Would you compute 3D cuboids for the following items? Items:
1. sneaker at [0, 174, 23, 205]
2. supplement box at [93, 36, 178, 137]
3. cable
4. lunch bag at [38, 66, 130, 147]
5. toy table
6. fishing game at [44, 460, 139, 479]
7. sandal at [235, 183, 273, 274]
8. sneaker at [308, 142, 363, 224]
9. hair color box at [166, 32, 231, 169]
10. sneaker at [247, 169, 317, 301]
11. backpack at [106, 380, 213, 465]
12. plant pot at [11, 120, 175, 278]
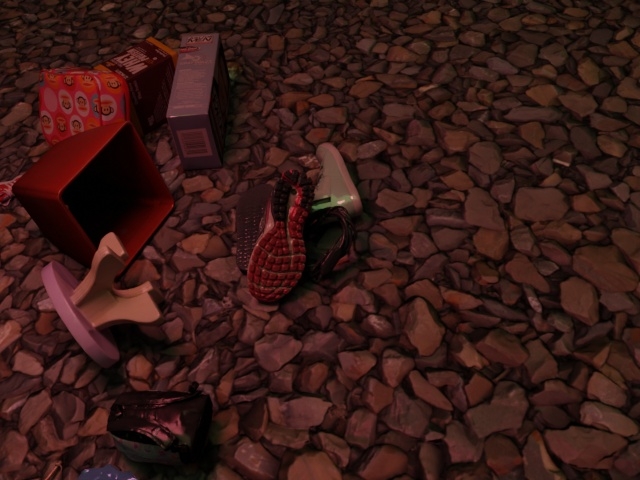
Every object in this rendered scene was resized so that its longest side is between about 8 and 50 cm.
[{"bbox_3d":[-0.809,-0.131,1.782,0.118,0.042,0.067,-17,45,1],"label":"sneaker"},{"bbox_3d":[-0.498,-0.433,1.919,0.194,0.191,0.129,-38,56,-24],"label":"supplement box"},{"bbox_3d":[0.000,0.000,1.550,0.150,0.047,0.184,29,86,42],"label":"cable"},{"bbox_3d":[-0.630,-0.324,1.805,0.293,0.258,0.120,16,23,34],"label":"lunch bag"},{"bbox_3d":[-0.448,0.112,1.413,0.161,0.252,0.274,-36,72,-5],"label":"toy table"},{"bbox_3d":[-0.402,0.484,1.199,0.264,0.041,0.189,10,42,21],"label":"fishing game"},{"bbox_3d":[-0.158,-0.026,1.625,0.097,0.054,0.255,-2,58,14],"label":"sandal"},{"bbox_3d":[-0.006,-0.142,1.678,0.151,0.094,0.256,-18,48,-6],"label":"sneaker"},{"bbox_3d":[-0.327,-0.389,1.866,0.113,0.185,0.374,-4,48,2],"label":"hair color box"},{"bbox_3d":[-0.085,-0.006,1.523,0.120,0.112,0.299,19,79,-12],"label":"sneaker"},{"bbox_3d":[-0.303,0.348,1.259,0.182,0.115,0.152,2,37,9],"label":"backpack"},{"bbox_3d":[-0.554,-0.105,1.607,0.235,0.267,0.267,7,48,28],"label":"plant pot"}]
